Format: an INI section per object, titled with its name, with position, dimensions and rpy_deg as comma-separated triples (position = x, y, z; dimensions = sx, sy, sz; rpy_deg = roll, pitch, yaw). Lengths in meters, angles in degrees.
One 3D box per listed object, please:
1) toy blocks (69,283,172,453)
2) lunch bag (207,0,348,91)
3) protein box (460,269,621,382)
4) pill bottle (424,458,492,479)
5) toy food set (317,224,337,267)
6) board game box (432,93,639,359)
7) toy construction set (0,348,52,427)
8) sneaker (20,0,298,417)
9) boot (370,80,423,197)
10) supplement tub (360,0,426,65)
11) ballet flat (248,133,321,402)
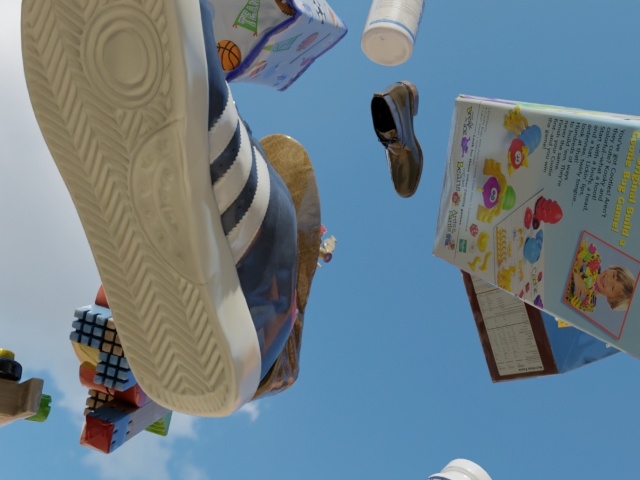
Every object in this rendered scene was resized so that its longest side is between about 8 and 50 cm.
[toy blocks]
position = -0.288, 0.149, 1.194
dimensions = 0.190, 0.261, 0.381
rpy_deg = 15, -84, 11
[lunch bag]
position = -0.178, -0.476, 1.421
dimensions = 0.239, 0.328, 0.385
rpy_deg = -38, -92, 17
[protein box]
position = 0.349, 0.092, 1.180
dimensions = 0.136, 0.199, 0.201
rpy_deg = -23, -101, 55
[pill bottle]
position = 0.243, 0.576, 1.580
dimensions = 0.153, 0.264, 0.153
rpy_deg = 22, -53, 33
[toy food set]
position = 0.000, 0.000, 1.478
dimensions = 0.019, 0.122, 0.078
rpy_deg = -35, -75, 26
[board game box]
position = 0.222, -0.020, 0.568
dimensions = 0.275, 0.142, 0.144
rpy_deg = -146, -120, -63
[toy construction set]
position = -0.439, 0.247, 0.857
dimensions = 0.309, 0.237, 0.257
rpy_deg = -48, -132, 24
[sneaker]
position = -0.089, -0.060, 0.534
dimensions = 0.131, 0.148, 0.350
rpy_deg = 4, -67, 27
[boot]
position = 0.130, -0.178, 1.412
dimensions = 0.082, 0.106, 0.219
rpy_deg = 4, -74, 35
[supplement tub]
position = 0.097, -0.290, 1.013
dimensions = 0.071, 0.107, 0.071
rpy_deg = 13, -28, 7
[ballet flat]
position = -0.074, 0.050, 0.913
dimensions = 0.116, 0.124, 0.342
rpy_deg = 18, -65, 22
